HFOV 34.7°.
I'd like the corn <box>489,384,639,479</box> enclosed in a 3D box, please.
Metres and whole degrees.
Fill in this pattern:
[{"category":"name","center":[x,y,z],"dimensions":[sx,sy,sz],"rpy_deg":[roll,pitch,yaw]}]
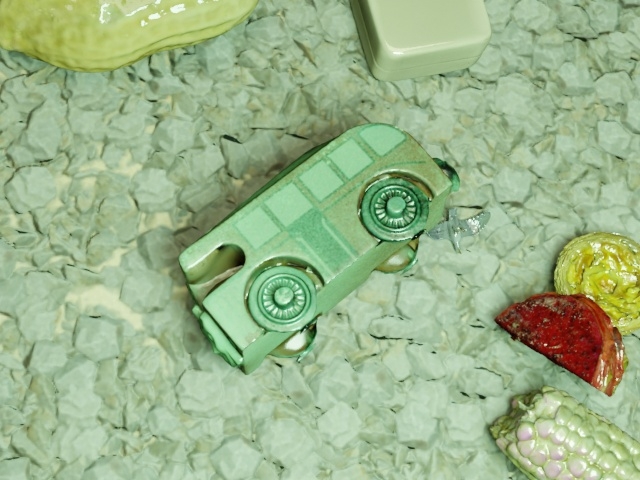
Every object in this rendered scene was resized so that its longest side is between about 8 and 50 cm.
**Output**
[{"category":"corn","center":[0.332,0.275,1.064],"dimensions":[0.335,0.126,0.126],"rpy_deg":[41,72,9]}]

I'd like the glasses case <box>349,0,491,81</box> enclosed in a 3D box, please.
[{"category":"glasses case","center":[0.093,-0.363,1.243],"dimensions":[0.144,0.076,0.336],"rpy_deg":[-11,75,-10]}]

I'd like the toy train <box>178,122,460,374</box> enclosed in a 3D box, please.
[{"category":"toy train","center":[0.000,0.000,1.089],"dimensions":[0.326,0.129,0.159],"rpy_deg":[-38,77,-14]}]

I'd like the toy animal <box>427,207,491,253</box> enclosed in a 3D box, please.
[{"category":"toy animal","center":[0.156,-0.010,1.167],"dimensions":[0.084,0.028,0.050],"rpy_deg":[-3,65,-8]}]

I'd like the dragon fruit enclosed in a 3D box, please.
[{"category":"dragon fruit","center":[0.278,0.107,1.095],"dimensions":[0.106,0.162,0.083],"rpy_deg":[34,86,-36]}]

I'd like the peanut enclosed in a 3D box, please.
[{"category":"peanut","center":[-0.217,-0.270,1.147],"dimensions":[0.306,0.147,0.147],"rpy_deg":[-20,77,-9]}]

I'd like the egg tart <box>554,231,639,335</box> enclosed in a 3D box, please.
[{"category":"egg tart","center":[0.324,0.050,1.164],"dimensions":[0.129,0.049,0.128],"rpy_deg":[2,67,-5]}]
